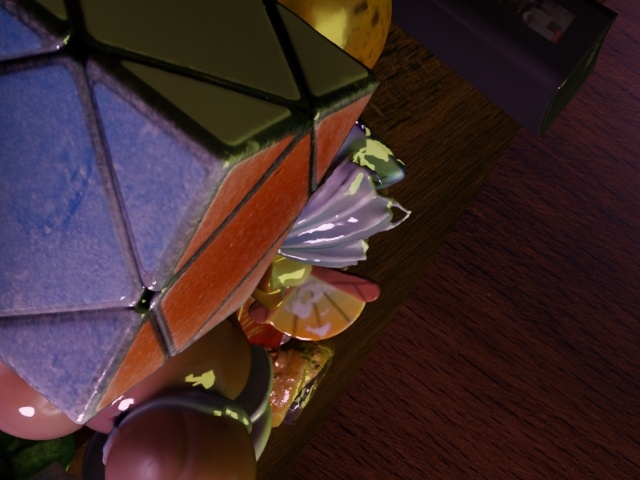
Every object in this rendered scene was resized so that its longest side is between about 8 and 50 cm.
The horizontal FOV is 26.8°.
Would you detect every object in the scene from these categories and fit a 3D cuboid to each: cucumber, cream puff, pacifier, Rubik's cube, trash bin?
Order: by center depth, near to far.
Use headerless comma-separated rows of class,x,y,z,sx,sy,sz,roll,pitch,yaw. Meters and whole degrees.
Rubik's cube,-0.125,-0.056,0.804,0.205,0.205,0.207,-58,169,31
cucumber,-0.311,0.237,1.379,0.115,0.063,0.244,-55,171,18
trash bin,0.193,-0.242,1.478,0.115,0.225,0.165,-50,169,-10
pacifier,-0.182,0.196,1.580,0.279,0.227,0.207,-49,129,-18
cream puff,-0.067,0.215,2.153,0.189,0.129,0.189,-57,177,-5

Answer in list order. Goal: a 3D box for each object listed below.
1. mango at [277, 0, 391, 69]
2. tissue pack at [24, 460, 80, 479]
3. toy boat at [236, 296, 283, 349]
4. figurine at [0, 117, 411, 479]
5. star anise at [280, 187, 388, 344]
mango,-0.062,-0.127,0.987,0.290,0.160,0.191,-52,179,20
tissue pack,-0.339,0.423,1.215,0.388,0.162,0.287,-31,133,-33
toy boat,-0.100,0.041,1.450,0.332,0.145,0.133,43,57,-80
figurine,-0.098,0.040,1.169,0.388,0.276,0.248,-49,-167,-3
star anise,0.001,0.002,1.811,0.349,0.109,0.292,-58,167,-33
